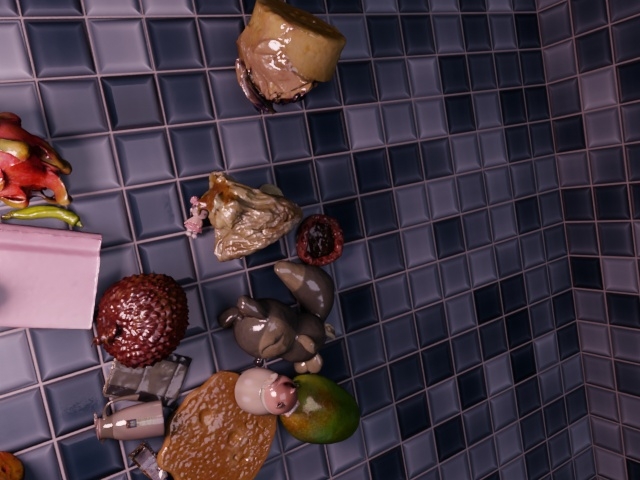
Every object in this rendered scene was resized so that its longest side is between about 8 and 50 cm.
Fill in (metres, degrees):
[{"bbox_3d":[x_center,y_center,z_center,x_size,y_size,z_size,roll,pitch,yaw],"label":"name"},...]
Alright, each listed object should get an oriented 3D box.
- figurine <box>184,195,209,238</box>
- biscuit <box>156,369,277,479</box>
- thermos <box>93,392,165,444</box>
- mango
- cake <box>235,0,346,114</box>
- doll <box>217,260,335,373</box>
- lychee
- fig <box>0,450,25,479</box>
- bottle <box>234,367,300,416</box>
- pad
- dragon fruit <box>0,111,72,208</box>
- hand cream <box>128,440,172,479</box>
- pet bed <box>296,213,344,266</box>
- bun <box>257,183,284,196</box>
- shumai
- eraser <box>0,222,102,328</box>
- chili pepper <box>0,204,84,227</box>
[{"bbox_3d":[-0.396,-0.072,1.702,0.072,0.054,0.129,22,85,-19],"label":"figurine"},{"bbox_3d":[-0.326,0.641,1.738,0.365,0.062,0.385,49,65,-19],"label":"biscuit"},{"bbox_3d":[-0.563,0.522,1.586,0.193,0.105,0.137,-4,96,-18],"label":"thermos"},{"bbox_3d":[0.003,0.596,1.856,0.382,0.201,0.225,43,73,-40],"label":"mango"},{"bbox_3d":[-0.115,-0.577,1.754,0.332,0.332,0.321,12,122,-29],"label":"cake"},{"bbox_3d":[-0.144,0.237,1.789,0.382,0.252,0.379,33,43,-29],"label":"doll"},{"bbox_3d":[-0.506,0.225,1.521,0.300,0.264,0.265,-32,107,-51],"label":"lychee"},{"bbox_3d":[-0.868,0.643,1.380,0.148,0.149,0.202,37,63,-6],"label":"fig"},{"bbox_3d":[-0.156,0.476,1.677,0.147,0.236,0.148,7,78,-33],"label":"bottle"},{"bbox_3d":[-0.527,0.416,1.648,0.232,0.022,0.174,24,79,-29],"label":"pad"},{"bbox_3d":[-0.807,-0.201,1.386,0.307,0.243,0.228,64,30,-56],"label":"dragon fruit"},{"bbox_3d":[-0.518,0.694,1.652,0.062,0.039,0.163,-39,103,-21],"label":"hand cream"},{"bbox_3d":[0.000,0.000,1.927,0.201,0.053,0.202,1,88,-35],"label":"pet bed"},{"bbox_3d":[-0.168,-0.135,1.818,0.115,0.069,0.115,0,90,-31],"label":"bun"},{"bbox_3d":[-0.231,-0.108,1.656,0.313,0.267,0.263,-20,108,8],"label":"shumai"},{"bbox_3d":[-0.791,0.095,1.440,0.358,0.122,0.273,6,90,-29],"label":"eraser"},{"bbox_3d":[-0.768,-0.073,1.497,0.208,0.043,0.049,8,112,-25],"label":"chili pepper"}]
